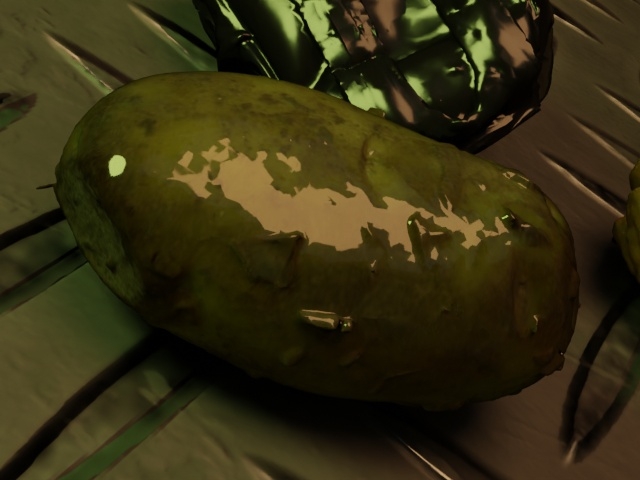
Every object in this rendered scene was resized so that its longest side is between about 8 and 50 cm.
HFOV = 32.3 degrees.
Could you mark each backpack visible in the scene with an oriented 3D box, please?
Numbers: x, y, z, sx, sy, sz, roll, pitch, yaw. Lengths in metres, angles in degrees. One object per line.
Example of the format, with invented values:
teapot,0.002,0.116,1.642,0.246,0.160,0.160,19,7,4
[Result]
backpack,0.030,-0.140,0.632,0.258,0.206,0.133,61,4,29

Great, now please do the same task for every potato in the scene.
potato,0.000,0.000,0.495,0.251,0.113,0.149,12,45,-11

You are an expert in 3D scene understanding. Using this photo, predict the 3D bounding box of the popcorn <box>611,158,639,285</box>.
popcorn,0.252,-0.005,0.667,0.167,0.152,0.148,-33,96,-54
